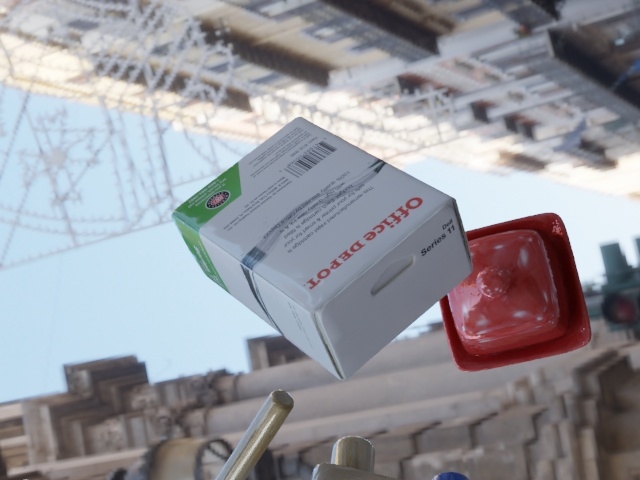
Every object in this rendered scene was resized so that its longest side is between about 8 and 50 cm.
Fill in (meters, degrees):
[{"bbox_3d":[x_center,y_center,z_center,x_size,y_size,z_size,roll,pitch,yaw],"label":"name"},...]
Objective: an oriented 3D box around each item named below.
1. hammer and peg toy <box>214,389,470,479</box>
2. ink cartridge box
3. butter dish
[{"bbox_3d":[0.038,0.283,0.948,0.127,0.361,0.266,-80,6,-50],"label":"hammer and peg toy"},{"bbox_3d":[0.000,0.000,0.930,0.153,0.208,0.087,-38,-48,-17],"label":"ink cartridge box"},{"bbox_3d":[0.196,0.051,1.217,0.118,0.160,0.160,25,-128,-68],"label":"butter dish"}]
